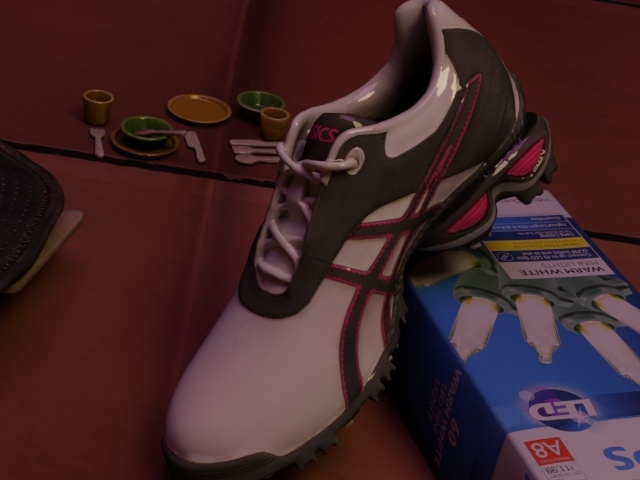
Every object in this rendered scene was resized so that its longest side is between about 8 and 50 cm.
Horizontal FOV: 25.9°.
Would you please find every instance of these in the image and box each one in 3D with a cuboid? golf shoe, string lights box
[{"bbox_3d":[0.000,0.000,0.697,0.105,0.120,0.273,21,65,46],"label":"golf shoe"},{"bbox_3d":[0.114,0.070,0.745,0.133,0.077,0.260,-3,32,-20],"label":"string lights box"}]

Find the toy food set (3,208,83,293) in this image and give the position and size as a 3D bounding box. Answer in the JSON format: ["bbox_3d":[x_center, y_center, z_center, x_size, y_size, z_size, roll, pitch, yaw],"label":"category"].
[{"bbox_3d":[-0.241,0.005,0.794,0.192,0.039,0.132,10,23,9],"label":"toy food set"}]

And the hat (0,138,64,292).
[{"bbox_3d":[-0.296,-0.081,0.725,0.331,0.134,0.331,10,27,-5],"label":"hat"}]

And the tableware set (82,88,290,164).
[{"bbox_3d":[-0.094,-0.090,1.006,0.154,0.024,0.104,1,31,-16],"label":"tableware set"}]
